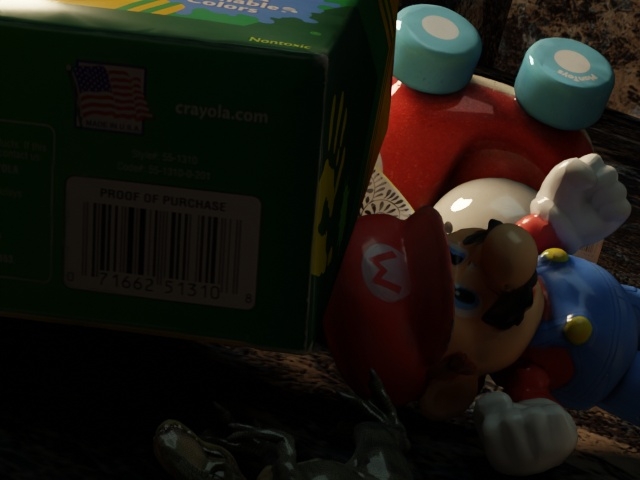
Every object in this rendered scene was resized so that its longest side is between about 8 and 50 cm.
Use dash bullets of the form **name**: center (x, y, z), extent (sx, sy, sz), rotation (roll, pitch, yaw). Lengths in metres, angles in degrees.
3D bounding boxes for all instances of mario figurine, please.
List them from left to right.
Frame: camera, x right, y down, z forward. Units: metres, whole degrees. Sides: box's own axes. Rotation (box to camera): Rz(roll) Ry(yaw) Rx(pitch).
- **mario figurine**: center (0.147, 0.042, 1.112), extent (0.321, 0.170, 0.198), rotation (10, 14, -32)

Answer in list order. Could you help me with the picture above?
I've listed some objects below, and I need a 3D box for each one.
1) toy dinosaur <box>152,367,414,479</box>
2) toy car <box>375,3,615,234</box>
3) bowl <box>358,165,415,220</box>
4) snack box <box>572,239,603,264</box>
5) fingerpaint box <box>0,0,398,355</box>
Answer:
- **toy dinosaur**: center (0.014, 0.111, 0.870), extent (0.268, 0.064, 0.118), rotation (10, 18, -36)
- **toy car**: center (0.109, -0.016, 1.409), extent (0.210, 0.219, 0.238), rotation (14, 39, -7)
- **bowl**: center (0.000, 0.000, 1.275), extent (0.170, 0.080, 0.170), rotation (40, 21, -19)
- **snack box**: center (0.147, 0.001, 1.586), extent (0.178, 0.064, 0.022), rotation (17, 13, 6)
- **fingerpaint box**: center (-0.191, -0.106, 1.044), extent (0.445, 0.163, 0.371), rotation (7, 21, 6)
